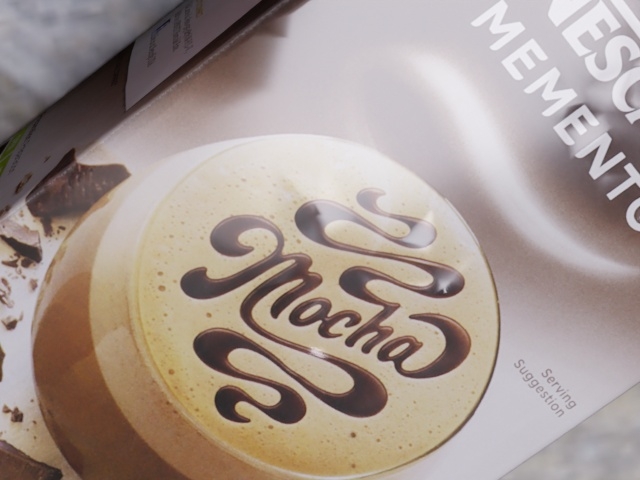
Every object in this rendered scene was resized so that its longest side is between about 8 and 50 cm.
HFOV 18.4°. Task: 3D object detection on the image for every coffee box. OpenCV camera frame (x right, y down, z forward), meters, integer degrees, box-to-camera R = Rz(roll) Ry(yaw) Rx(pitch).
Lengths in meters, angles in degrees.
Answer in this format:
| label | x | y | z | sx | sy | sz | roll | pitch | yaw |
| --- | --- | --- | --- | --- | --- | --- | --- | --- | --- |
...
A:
| label | x | y | z | sx | sy | sz | roll | pitch | yaw |
| --- | --- | --- | --- | --- | --- | --- | --- | --- | --- |
| coffee box | 0.000 | 0.000 | 0.643 | 0.297 | 0.119 | 0.168 | -37 | 106 | 13 |
